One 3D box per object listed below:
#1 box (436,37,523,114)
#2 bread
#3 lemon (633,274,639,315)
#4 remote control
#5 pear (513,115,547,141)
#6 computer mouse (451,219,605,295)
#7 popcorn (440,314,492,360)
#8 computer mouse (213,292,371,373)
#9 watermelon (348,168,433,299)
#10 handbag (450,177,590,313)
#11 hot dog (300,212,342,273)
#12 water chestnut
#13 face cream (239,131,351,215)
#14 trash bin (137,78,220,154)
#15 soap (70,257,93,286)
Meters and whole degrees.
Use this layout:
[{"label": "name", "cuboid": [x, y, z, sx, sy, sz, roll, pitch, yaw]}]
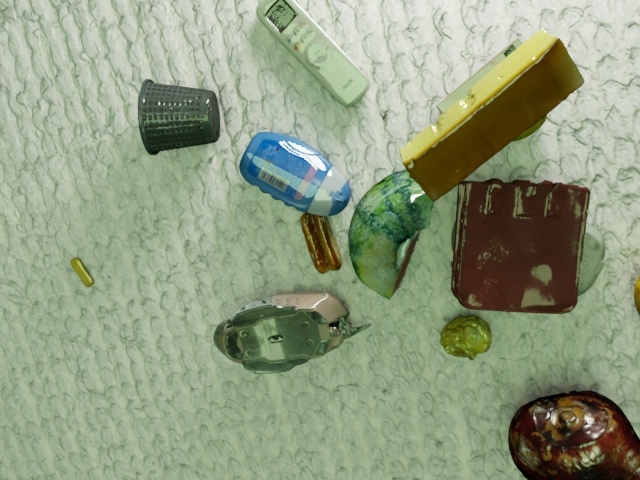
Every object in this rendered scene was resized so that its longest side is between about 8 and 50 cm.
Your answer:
[{"label": "box", "cuboid": [0.338, -0.320, 1.219, 0.201, 0.141, 0.058, -38, 89, 17]}, {"label": "bread", "cuboid": [0.319, -0.233, 1.144, 0.361, 0.077, 0.138, -40, 135, 18]}, {"label": "lemon", "cuboid": [0.751, 0.134, 1.234, 0.170, 0.170, 0.207, -34, 96, 18]}, {"label": "remote control", "cuboid": [-0.015, -0.429, 1.318, 0.090, 0.038, 0.309, -43, 92, 18]}, {"label": "pear", "cuboid": [0.407, -0.264, 1.241, 0.132, 0.107, 0.107, -23, 98, 7]}, {"label": "computer mouse", "cuboid": [0.454, 0.014, 1.307, 0.331, 0.095, 0.197, 18, 104, 1]}, {"label": "popcorn", "cuboid": [0.342, 0.230, 1.374, 0.121, 0.116, 0.106, -33, 113, 17]}, {"label": "computer mouse", "cuboid": [-0.071, 0.208, 1.458, 0.390, 0.115, 0.199, -9, 119, 2]}, {"label": "watermelon", "cuboid": [0.173, -0.034, 1.335, 0.180, 0.224, 0.305, 10, 109, -37]}, {"label": "handbag", "cuboid": [0.409, 0.010, 1.224, 0.260, 0.084, 0.275, 1, 98, 5]}, {"label": "hot dog", "cuboid": [0.000, 0.000, 1.421, 0.071, 0.045, 0.164, -15, 100, 16]}, {"label": "water chestnut", "cuboid": [0.565, 0.464, 1.311, 0.289, 0.289, 0.244, -9, 77, 14]}, {"label": "face cream", "cuboid": [-0.051, -0.149, 1.371, 0.264, 0.083, 0.149, 29, 93, 3]}, {"label": "trash bin", "cuboid": [-0.317, -0.286, 1.363, 0.161, 0.175, 0.175, -2, 104, -1]}, {"label": "soap", "cuboid": [-0.643, 0.086, 1.593, 0.034, 0.012, 0.089, -28, 97, 16]}]
